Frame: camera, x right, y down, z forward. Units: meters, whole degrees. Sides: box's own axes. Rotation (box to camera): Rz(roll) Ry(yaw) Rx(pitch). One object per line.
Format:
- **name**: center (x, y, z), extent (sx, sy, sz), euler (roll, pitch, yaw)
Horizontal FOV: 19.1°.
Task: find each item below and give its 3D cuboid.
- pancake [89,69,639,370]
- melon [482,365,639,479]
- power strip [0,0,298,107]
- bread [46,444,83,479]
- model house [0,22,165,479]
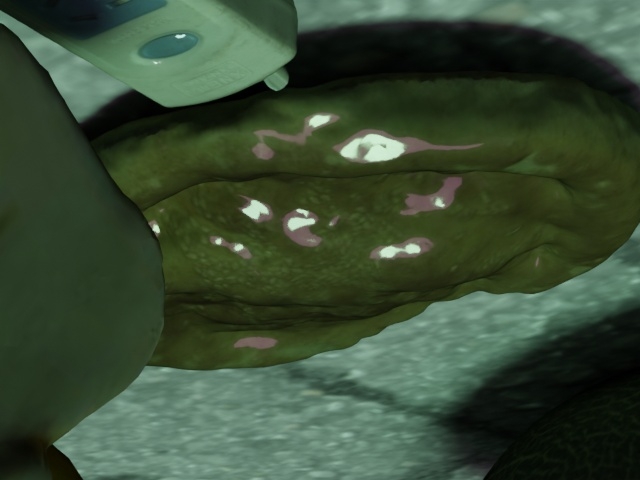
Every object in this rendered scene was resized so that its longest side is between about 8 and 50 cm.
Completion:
- **pancake**: center (0.000, 0.001, 0.655), extent (0.236, 0.042, 0.222), euler (-10, 161, 9)
- **melon**: center (0.174, 0.176, 0.874), extent (0.237, 0.237, 0.301), euler (1, 159, -19)
- **power strip**: center (-0.060, -0.073, 0.475), extent (0.047, 0.030, 0.191), euler (-19, 154, 26)
- **bread**: center (-0.209, 0.165, 0.609), extent (0.358, 0.337, 0.204), euler (4, 148, -45)
- **model house**: center (-0.197, -0.007, 0.445), extent (0.229, 0.199, 0.219), euler (11, 131, 39)
